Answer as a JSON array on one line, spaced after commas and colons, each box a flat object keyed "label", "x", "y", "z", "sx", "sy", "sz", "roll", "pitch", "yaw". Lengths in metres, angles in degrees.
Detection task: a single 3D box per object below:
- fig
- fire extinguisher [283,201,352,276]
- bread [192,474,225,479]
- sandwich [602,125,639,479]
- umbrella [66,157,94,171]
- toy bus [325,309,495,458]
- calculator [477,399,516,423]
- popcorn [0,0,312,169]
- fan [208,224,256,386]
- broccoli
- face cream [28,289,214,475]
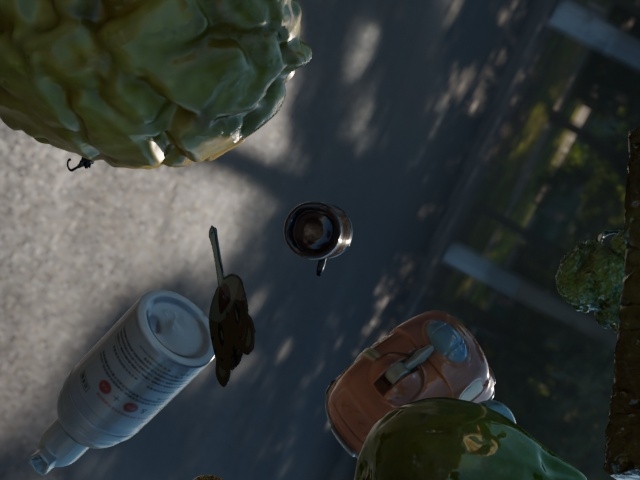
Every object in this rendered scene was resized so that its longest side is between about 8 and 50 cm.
[{"label": "fig", "x": 0.192, "y": 0.309, "z": 1.723, "sx": 0.314, "sy": 0.233, "sz": 0.233, "roll": -17, "pitch": 149, "yaw": -25}, {"label": "fire extinguisher", "x": 0.000, "y": 0.000, "z": 2.363, "sx": 0.344, "sy": 0.102, "sz": 0.138, "roll": 8, "pitch": 96, "yaw": -84}, {"label": "bread", "x": -0.147, "y": 0.389, "z": 1.928, "sx": 0.024, "sy": 0.110, "sz": 0.110, "roll": -54, "pitch": 172, "yaw": 14}, {"label": "sandwich", "x": 0.305, "y": 0.075, "z": 1.091, "sx": 0.271, "sy": 0.099, "sz": 0.301, "roll": 53, "pitch": 42, "yaw": -64}, {"label": "umbrella", "x": -0.299, "y": -0.111, "z": 1.730, "sx": 0.022, "sy": 0.022, "sz": 0.149, "roll": -15, "pitch": -178, "yaw": -43}, {"label": "toy bus", "x": 0.146, "y": 0.228, "z": 2.082, "sx": 0.287, "sy": 0.194, "sz": 0.232, "roll": -32, "pitch": 155, "yaw": -20}, {"label": "calculator", "x": 0.253, "y": 0.391, "z": 2.059, "sx": 0.184, "sy": 0.042, "sz": 0.295, "roll": -21, "pitch": 120, "yaw": -36}, {"label": "popcorn", "x": -0.208, "y": -0.231, "z": 1.334, "sx": 0.354, "sy": 0.390, "sz": 0.344, "roll": -23, "pitch": 142, "yaw": -8}, {"label": "fan", "x": -0.135, "y": 0.081, "z": 1.819, "sx": 0.152, "sy": 0.008, "sz": 0.227, "roll": -52, "pitch": -136, "yaw": 51}, {"label": "broccoli", "x": 0.569, "y": 0.030, "z": 2.195, "sx": 0.302, "sy": 0.254, "sz": 0.186, "roll": -45, "pitch": 139, "yaw": -17}, {"label": "face cream", "x": -0.324, "y": 0.236, "z": 2.001, "sx": 0.369, "sy": 0.145, "sz": 0.145, "roll": -42, "pitch": -179, "yaw": 31}]
